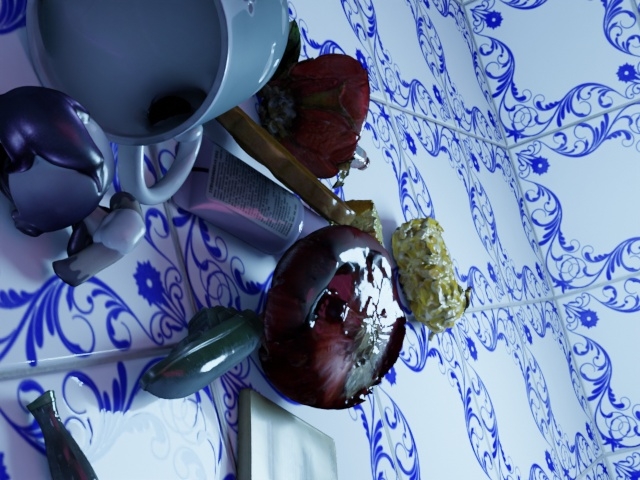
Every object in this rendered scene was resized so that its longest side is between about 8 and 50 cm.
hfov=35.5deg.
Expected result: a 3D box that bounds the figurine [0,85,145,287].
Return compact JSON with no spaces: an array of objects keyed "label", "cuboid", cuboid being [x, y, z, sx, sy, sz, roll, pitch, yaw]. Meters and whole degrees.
[{"label":"figurine","cuboid":[-0.276,-0.065,1.078,0.222,0.145,0.145,57,28,-30]}]

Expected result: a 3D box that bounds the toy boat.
[{"label":"toy boat","cuboid":[-0.153,0.137,1.253,0.085,0.078,0.260,47,22,7]}]

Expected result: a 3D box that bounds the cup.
[{"label":"cup","cuboid":[-0.188,-0.226,1.285,0.274,0.259,0.356,-44,143,-64]}]

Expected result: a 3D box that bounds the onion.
[{"label":"onion","cuboid":[-0.006,0.106,1.467,0.272,0.195,0.272,-10,103,-48]}]

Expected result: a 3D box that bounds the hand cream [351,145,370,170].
[{"label":"hand cream","cuboid":[0.025,-0.193,1.905,0.210,0.043,0.067,35,39,-43]}]

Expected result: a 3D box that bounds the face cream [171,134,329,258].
[{"label":"face cream","cuboid":[-0.108,-0.053,1.485,0.274,0.096,0.154,33,45,-34]}]

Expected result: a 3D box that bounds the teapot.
[{"label":"teapot","cuboid":[-0.263,0.206,1.013,0.043,0.043,0.110,-22,89,-65]}]

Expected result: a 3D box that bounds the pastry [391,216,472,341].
[{"label":"pastry","cuboid":[0.225,0.074,2.039,0.154,0.102,0.250,-11,80,-62]}]

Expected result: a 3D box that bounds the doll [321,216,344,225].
[{"label":"doll","cuboid":[0.000,0.000,1.677,0.209,0.097,0.137,-56,155,-79]}]

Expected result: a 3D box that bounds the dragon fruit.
[{"label":"dragon fruit","cuboid":[-0.028,-0.217,1.674,0.148,0.218,0.223,14,96,-27]}]

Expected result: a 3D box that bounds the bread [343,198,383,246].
[{"label":"bread","cuboid":[0.080,-0.011,1.790,0.187,0.065,0.103,62,18,-65]}]

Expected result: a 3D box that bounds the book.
[{"label":"book","cuboid":[-0.042,0.319,1.401,0.231,0.026,0.161,42,36,-46]}]

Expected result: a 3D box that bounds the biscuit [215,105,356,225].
[{"label":"biscuit","cuboid":[-0.068,-0.123,1.512,0.295,0.044,0.186,42,3,7]}]

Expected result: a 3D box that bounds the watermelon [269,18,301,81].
[{"label":"watermelon","cuboid":[-0.083,-0.327,1.727,0.094,0.135,0.125,39,20,20]}]
